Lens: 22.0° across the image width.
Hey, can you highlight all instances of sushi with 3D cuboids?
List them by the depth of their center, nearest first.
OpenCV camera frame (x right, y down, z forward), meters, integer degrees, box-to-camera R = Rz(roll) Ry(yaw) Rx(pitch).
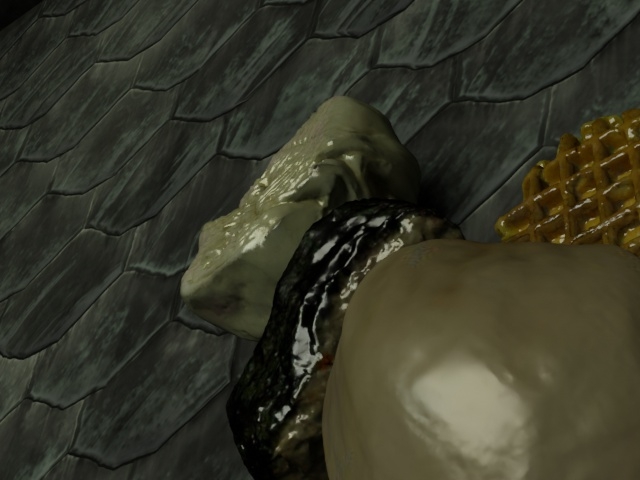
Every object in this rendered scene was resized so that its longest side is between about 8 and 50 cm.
[{"bbox_3d":[0.042,0.125,1.757,0.350,0.211,0.171,-57,34,0],"label":"sushi"}]

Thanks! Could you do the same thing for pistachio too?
[{"bbox_3d":[0.177,0.159,1.480,0.365,0.281,0.445,-42,43,-2],"label":"pistachio"}]

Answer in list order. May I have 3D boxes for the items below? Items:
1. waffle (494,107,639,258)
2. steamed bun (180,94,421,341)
[{"bbox_3d":[0.295,-0.026,1.715,0.301,0.058,0.281,-11,48,48],"label":"waffle"},{"bbox_3d":[0.000,0.000,1.957,0.320,0.206,0.275,-48,14,7],"label":"steamed bun"}]
